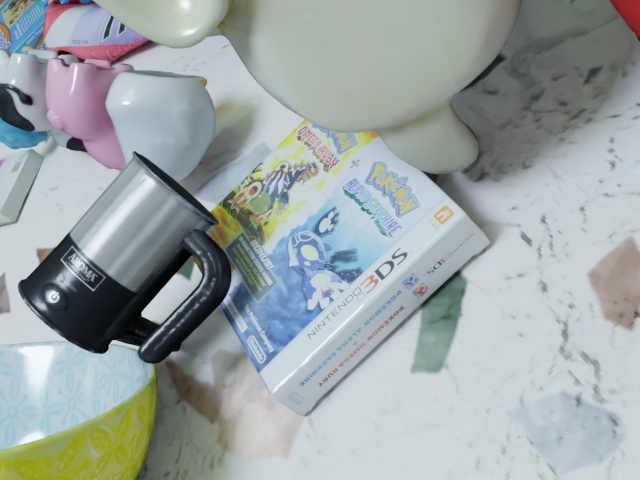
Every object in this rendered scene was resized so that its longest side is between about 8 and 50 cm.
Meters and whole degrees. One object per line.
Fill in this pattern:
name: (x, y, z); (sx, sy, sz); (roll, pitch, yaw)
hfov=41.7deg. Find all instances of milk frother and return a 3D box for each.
milk frother: (-0.137, 0.022, 0.666); (0.134, 0.129, 0.143); (-48, 6, 1)

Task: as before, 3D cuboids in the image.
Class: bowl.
bowl: (-0.258, 0.185, 0.618); (0.289, 0.289, 0.156); (2, 100, 40)

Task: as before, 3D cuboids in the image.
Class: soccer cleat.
soccer cleat: (-0.244, -0.255, 1.019); (0.248, 0.083, 0.095); (4, 95, 34)

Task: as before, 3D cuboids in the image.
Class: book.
book: (-0.413, -0.059, 1.036); (0.144, 0.035, 0.096); (-8, 53, 34)

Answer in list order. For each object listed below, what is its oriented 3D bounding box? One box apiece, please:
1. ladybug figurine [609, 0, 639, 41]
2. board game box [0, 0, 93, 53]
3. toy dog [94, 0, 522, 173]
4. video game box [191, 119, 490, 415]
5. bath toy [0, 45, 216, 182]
ladybug figurine: (0.263, -0.181, 0.441); (0.305, 0.162, 0.449); (-2, 50, -8)
board game box: (-0.392, -0.325, 1.193); (0.210, 0.047, 0.160); (-42, 44, 7)
toy dog: (0.041, -0.287, 0.611); (0.285, 0.395, 0.408); (-31, 27, 30)
video game box: (0.000, 0.000, 0.653); (0.187, 0.048, 0.205); (-43, 44, 4)
bath toy: (-0.235, -0.125, 0.873); (0.348, 0.151, 0.129); (18, 108, 41)
